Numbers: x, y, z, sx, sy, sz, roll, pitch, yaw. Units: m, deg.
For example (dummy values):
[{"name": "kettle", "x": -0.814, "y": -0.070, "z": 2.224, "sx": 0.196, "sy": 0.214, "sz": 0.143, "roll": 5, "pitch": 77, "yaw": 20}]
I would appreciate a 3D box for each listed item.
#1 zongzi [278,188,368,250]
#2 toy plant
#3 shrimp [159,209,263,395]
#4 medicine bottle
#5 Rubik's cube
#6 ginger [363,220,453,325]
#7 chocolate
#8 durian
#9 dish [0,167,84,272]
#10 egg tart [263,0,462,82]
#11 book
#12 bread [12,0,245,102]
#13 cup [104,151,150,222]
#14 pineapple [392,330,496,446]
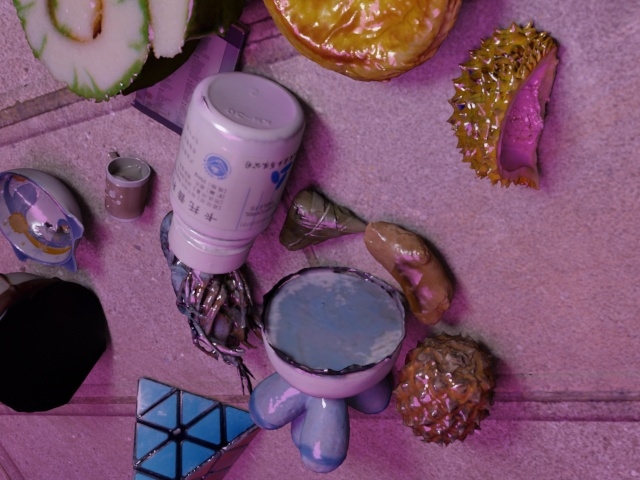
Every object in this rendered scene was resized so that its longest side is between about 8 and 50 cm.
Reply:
[{"name": "zongzi", "x": 0.000, "y": 0.000, "z": 1.324, "sx": 0.130, "sy": 0.062, "sz": 0.154, "roll": 25, "pitch": 137, "yaw": 0}, {"name": "toy plant", "x": 0.007, "y": 0.234, "z": 1.364, "sx": 0.247, "sy": 0.247, "sz": 0.332, "roll": 22, "pitch": 133, "yaw": 18}, {"name": "shrimp", "x": -0.186, "y": 0.122, "z": 1.439, "sx": 0.137, "sy": 0.172, "sz": 0.372, "roll": -21, "pitch": 100, "yaw": 34}, {"name": "medicine bottle", "x": -0.139, "y": -0.096, "z": 1.263, "sx": 0.170, "sy": 0.170, "sz": 0.293, "roll": 32, "pitch": 133, "yaw": 9}, {"name": "Rubik's cube", "x": -0.272, "y": 0.431, "z": 1.717, "sx": 0.229, "sy": 0.228, "sz": 0.233, "roll": 13, "pitch": 180, "yaw": -22}, {"name": "ginger", "x": 0.137, "y": 0.044, "z": 1.252, "sx": 0.095, "sy": 0.069, "sz": 0.190, "roll": -26, "pitch": 103, "yaw": 36}, {"name": "chocolate", "x": -0.603, "y": 0.188, "z": 1.705, "sx": 0.186, "sy": 0.284, "sz": 0.283, "roll": 18, "pitch": 130, "yaw": 41}, {"name": "durian", "x": 0.230, "y": -0.160, "z": 1.049, "sx": 0.132, "sy": 0.165, "sz": 0.182, "roll": -8, "pitch": 151, "yaw": -8}, {"name": "dish", "x": -0.526, "y": -0.050, "z": 1.590, "sx": 0.236, "sy": 0.086, "sz": 0.228, "roll": 29, "pitch": 132, "yaw": 12}, {"name": "egg tart", "x": 0.052, "y": -0.341, "z": 1.017, "sx": 0.295, "sy": 0.116, "sz": 0.294, "roll": 15, "pitch": 128, "yaw": 20}, {"name": "book", "x": -0.205, "y": -0.265, "z": 1.288, "sx": 0.157, "sy": 0.026, "sz": 0.231, "roll": 32, "pitch": 131, "yaw": 8}, {"name": "bread", "x": -0.271, "y": -0.369, "z": 1.162, "sx": 0.382, "sy": 0.129, "sz": 0.366, "roll": 29, "pitch": 122, "yaw": 22}, {"name": "cup", "x": -0.352, "y": -0.093, "z": 1.460, "sx": 0.102, "sy": 0.074, "sz": 0.099, "roll": 28, "pitch": 131, "yaw": 13}, {"name": "pineapple", "x": 0.191, "y": 0.242, "z": 1.295, "sx": 0.166, "sy": 0.166, "sz": 0.193, "roll": 26, "pitch": 131, "yaw": 15}]
